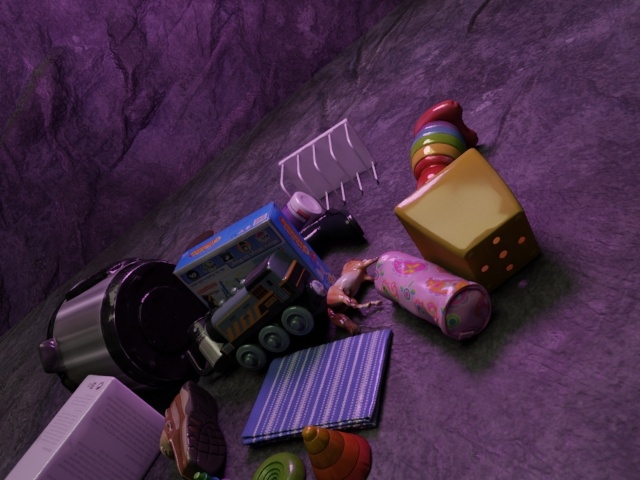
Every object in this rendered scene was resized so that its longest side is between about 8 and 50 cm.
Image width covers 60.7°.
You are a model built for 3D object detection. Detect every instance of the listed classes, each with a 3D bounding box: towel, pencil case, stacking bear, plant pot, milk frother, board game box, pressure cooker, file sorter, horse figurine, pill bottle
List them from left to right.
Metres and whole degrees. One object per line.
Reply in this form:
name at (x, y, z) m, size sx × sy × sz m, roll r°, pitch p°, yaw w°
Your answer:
pressure cooker at (-0.575, 0.272, 1.595) m, size 0.420 × 0.370 × 0.375 m, roll -21°, pitch 43°, yaw 34°
milk frother at (-0.280, 0.295, 1.499) m, size 0.135 × 0.143 × 0.129 m, roll 44°, pitch 114°, yaw 29°
board game box at (-0.157, 0.098, 1.405) m, size 0.308 × 0.302 × 0.086 m, roll -27°, pitch 28°, yaw 21°
pill bottle at (-0.091, -0.052, 1.742) m, size 0.193 × 0.108 × 0.108 m, roll -50°, pitch 21°, yaw 25°
towel at (-0.006, 0.319, 1.176) m, size 0.336 × 0.040 × 0.243 m, roll -21°, pitch 29°, yaw 30°
file sorter at (0.029, -0.223, 1.806) m, size 0.278 × 0.193 × 0.173 m, roll -31°, pitch 30°, yaw 16°
horse figurine at (0.085, 0.118, 1.335) m, size 0.174 × 0.066 × 0.263 m, roll -7°, pitch 38°, yaw 39°
pencil case at (0.220, 0.107, 1.129) m, size 0.124 × 0.124 × 0.284 m, roll -44°, pitch 26°, yaw -10°
stacking bear at (0.318, -0.204, 1.456) m, size 0.164 × 0.175 × 0.289 m, roll -18°, pitch 40°, yaw 32°
plant pot at (0.316, -0.019, 1.118) m, size 0.212 × 0.212 × 0.187 m, roll -38°, pitch 39°, yaw 2°

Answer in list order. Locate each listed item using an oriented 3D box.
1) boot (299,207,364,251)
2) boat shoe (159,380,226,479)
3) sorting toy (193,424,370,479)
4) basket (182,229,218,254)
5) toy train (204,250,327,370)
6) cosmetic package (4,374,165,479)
boot at (0.000, 0.000, 1.590) m, size 0.207 × 0.094 × 0.246 m, roll -39°, pitch 19°, yaw -9°
boat shoe at (-0.301, 0.453, 1.256) m, size 0.120 × 0.122 × 0.324 m, roll -45°, pitch 18°, yaw 0°
sorting toy at (-0.092, 0.420, 1.015) m, size 0.366 × 0.126 × 0.127 m, roll -26°, pitch 29°, yaw 22°
basket at (-0.305, 0.091, 1.691) m, size 0.204 × 0.227 × 0.154 m, roll -37°, pitch 26°, yaw 5°
toy train at (-0.139, 0.174, 1.327) m, size 0.334 × 0.190 × 0.142 m, roll -41°, pitch 10°, yaw 27°
cosmetic package at (-0.583, 0.571, 1.287) m, size 0.161 × 0.230 × 0.453 m, roll -11°, pitch 37°, yaw 45°
